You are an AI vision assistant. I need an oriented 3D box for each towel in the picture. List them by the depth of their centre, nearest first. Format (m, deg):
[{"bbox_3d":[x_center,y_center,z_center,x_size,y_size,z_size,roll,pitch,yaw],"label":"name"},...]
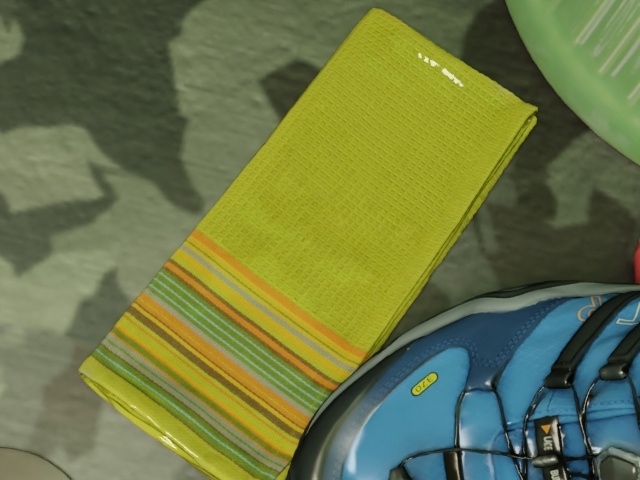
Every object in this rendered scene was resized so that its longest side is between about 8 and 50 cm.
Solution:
[{"bbox_3d":[0.000,0.000,0.706,0.102,0.021,0.237,35,69,4],"label":"towel"}]

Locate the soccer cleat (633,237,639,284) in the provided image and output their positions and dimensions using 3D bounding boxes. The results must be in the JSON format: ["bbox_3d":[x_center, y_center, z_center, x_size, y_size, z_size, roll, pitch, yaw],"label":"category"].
[{"bbox_3d":[0.264,0.035,0.700,0.248,0.083,0.095,16,69,1],"label":"soccer cleat"}]

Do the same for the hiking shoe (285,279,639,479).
[{"bbox_3d":[0.126,0.065,0.602,0.304,0.132,0.113,-17,91,7],"label":"hiking shoe"}]

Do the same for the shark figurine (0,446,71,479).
[{"bbox_3d":[-0.125,0.128,0.594,0.278,0.116,0.166,33,70,6],"label":"shark figurine"}]

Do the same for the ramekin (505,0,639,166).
[{"bbox_3d":[0.246,-0.175,0.737,0.303,0.148,0.303,3,70,-7],"label":"ramekin"}]
